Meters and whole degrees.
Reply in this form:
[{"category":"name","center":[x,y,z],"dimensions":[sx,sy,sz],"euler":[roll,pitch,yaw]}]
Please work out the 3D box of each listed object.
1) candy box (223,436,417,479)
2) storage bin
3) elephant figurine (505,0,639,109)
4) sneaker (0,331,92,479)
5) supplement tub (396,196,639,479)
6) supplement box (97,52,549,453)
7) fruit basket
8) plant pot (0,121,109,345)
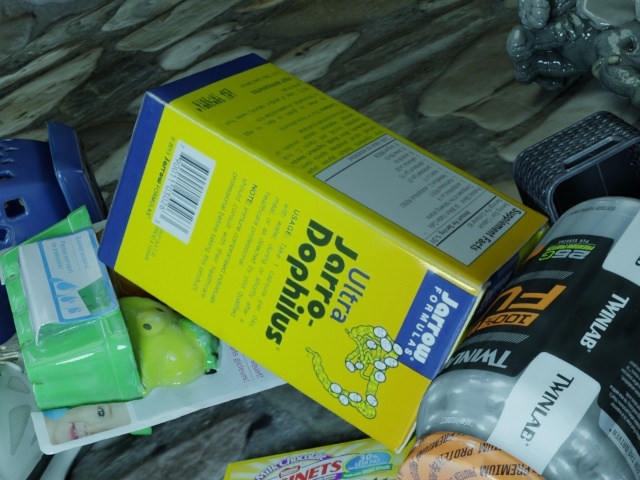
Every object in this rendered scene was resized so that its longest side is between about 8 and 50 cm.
[{"category":"candy box","center":[-0.005,0.239,1.148],"dimensions":[0.206,0.027,0.105],"euler":[-14,27,19]},{"category":"storage bin","center":[0.281,-0.022,1.197],"dimensions":[0.122,0.180,0.084],"euler":[-28,29,-5]},{"category":"elephant figurine","center":[0.381,-0.256,1.575],"dimensions":[0.239,0.186,0.169],"euler":[14,3,36]},{"category":"sneaker","center":[-0.369,0.149,1.342],"dimensions":[0.169,0.257,0.447],"euler":[-17,29,15]},{"category":"supplement tub","center":[0.209,0.124,0.999],"dimensions":[0.194,0.193,0.316],"euler":[4,40,42]},{"category":"supplement box","center":[0.000,0.000,1.150],"dimensions":[0.357,0.195,0.194],"euler":[31,30,16]},{"category":"fruit basket","center":[-0.159,0.054,1.299],"dimensions":[0.353,0.165,0.327],"euler":[-20,45,-8]},{"category":"plant pot","center":[-0.409,-0.024,1.700],"dimensions":[0.212,0.236,0.236],"euler":[-21,29,-6]}]
